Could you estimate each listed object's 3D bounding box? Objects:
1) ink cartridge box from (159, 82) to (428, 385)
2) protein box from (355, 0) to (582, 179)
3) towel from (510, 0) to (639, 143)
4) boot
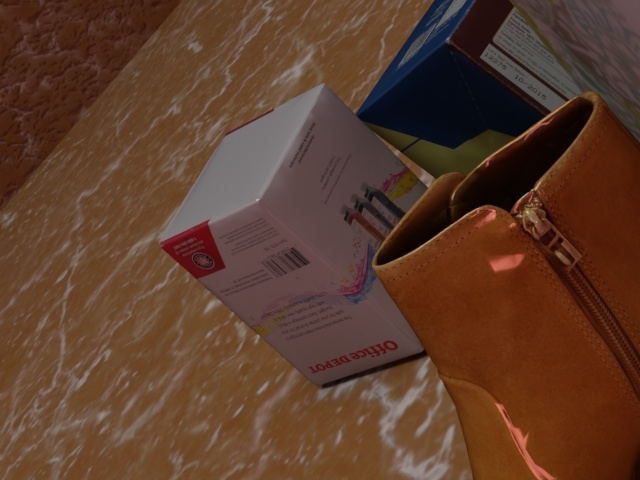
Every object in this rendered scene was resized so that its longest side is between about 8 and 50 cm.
[{"bbox_3d":[0.000,0.000,1.134,0.128,0.176,0.127,-22,31,46],"label":"ink cartridge box"},{"bbox_3d":[0.157,-0.149,1.079,0.201,0.136,0.200,-56,8,-18],"label":"protein box"},{"bbox_3d":[0.204,-0.080,0.703,0.090,0.320,0.374,-43,22,1],"label":"towel"},{"bbox_3d":[0.093,0.083,0.781,0.295,0.211,0.104,-48,22,1],"label":"boot"}]
